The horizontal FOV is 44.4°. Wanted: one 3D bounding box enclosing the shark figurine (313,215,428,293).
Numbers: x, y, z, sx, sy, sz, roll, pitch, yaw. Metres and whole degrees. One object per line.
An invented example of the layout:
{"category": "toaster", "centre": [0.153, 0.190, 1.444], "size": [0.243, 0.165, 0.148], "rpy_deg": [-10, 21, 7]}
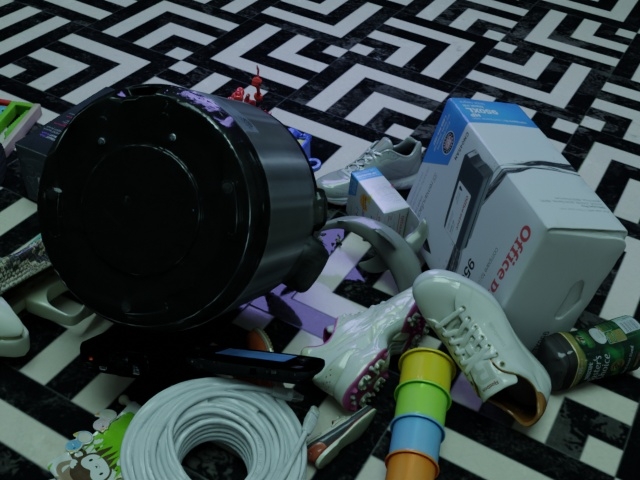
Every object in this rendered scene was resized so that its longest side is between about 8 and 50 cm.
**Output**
{"category": "shark figurine", "centre": [0.085, -0.004, 1.445], "size": [0.278, 0.116, 0.166], "rpy_deg": [26, 87, 16]}

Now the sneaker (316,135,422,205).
{"category": "sneaker", "centre": [0.104, -0.162, 1.678], "size": [0.262, 0.121, 0.099], "rpy_deg": [-17, 44, -25]}

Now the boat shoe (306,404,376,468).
{"category": "boat shoe", "centre": [0.029, 0.290, 1.192], "size": [0.137, 0.049, 0.043], "rpy_deg": [-34, 51, -31]}

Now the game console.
{"category": "game console", "centre": [-0.168, 0.170, 1.202], "size": [0.361, 0.044, 0.213], "rpy_deg": [5, 10, 17]}

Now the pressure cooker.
{"category": "pressure cooker", "centre": [-0.192, -0.056, 1.278], "size": [0.375, 0.370, 0.420], "rpy_deg": [-13, 2, 16]}

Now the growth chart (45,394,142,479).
{"category": "growth chart", "centre": [-0.304, 0.329, 1.127], "size": [0.172, 0.021, 0.237], "rpy_deg": [22, 41, 18]}

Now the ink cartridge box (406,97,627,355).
{"category": "ink cartridge box", "centre": [0.320, -0.030, 1.399], "size": [0.166, 0.285, 0.395], "rpy_deg": [3, 38, -22]}

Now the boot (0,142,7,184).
{"category": "boot", "centre": [-0.746, -0.122, 1.577], "size": [0.161, 0.083, 0.246], "rpy_deg": [1, 38, 5]}

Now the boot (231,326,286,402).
{"category": "boot", "centre": [-0.112, 0.206, 1.270], "size": [0.084, 0.059, 0.158], "rpy_deg": [-10, 43, -10]}

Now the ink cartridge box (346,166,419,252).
{"category": "ink cartridge box", "centre": [0.120, -0.051, 1.561], "size": [0.061, 0.104, 0.181], "rpy_deg": [-14, 43, -22]}

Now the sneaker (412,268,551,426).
{"category": "sneaker", "centre": [0.252, 0.167, 1.216], "size": [0.290, 0.106, 0.123], "rpy_deg": [44, 28, -3]}

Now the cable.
{"category": "cable", "centre": [-0.147, 0.308, 1.098], "size": [0.257, 0.089, 0.257], "rpy_deg": [16, 45, 2]}

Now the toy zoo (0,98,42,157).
{"category": "toy zoo", "centre": [-0.812, -0.270, 1.778], "size": [0.293, 0.030, 0.192], "rpy_deg": [9, 40, 4]}

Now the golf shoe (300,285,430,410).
{"category": "golf shoe", "centre": [0.089, 0.147, 1.319], "size": [0.140, 0.115, 0.306], "rpy_deg": [25, 43, 28]}

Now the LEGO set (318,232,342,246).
{"category": "LEGO set", "centre": [0.001, 0.002, 1.555], "size": [0.083, 0.023, 0.054], "rpy_deg": [18, 42, -6]}

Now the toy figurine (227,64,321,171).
{"category": "toy figurine", "centre": [-0.107, -0.187, 1.645], "size": [0.217, 0.191, 0.362], "rpy_deg": [19, 43, 9]}

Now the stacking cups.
{"category": "stacking cups", "centre": [0.143, 0.301, 1.151], "size": [0.096, 0.096, 0.316], "rpy_deg": [10, 40, 6]}

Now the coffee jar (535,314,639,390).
{"category": "coffee jar", "centre": [0.452, 0.190, 1.317], "size": [0.184, 0.096, 0.079], "rpy_deg": [-11, 42, -17]}

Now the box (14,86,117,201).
{"category": "box", "centre": [-0.463, -0.183, 1.623], "size": [0.165, 0.143, 0.270], "rpy_deg": [21, 43, 21]}

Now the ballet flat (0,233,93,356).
{"category": "ballet flat", "centre": [-0.485, 0.086, 1.313], "size": [0.182, 0.164, 0.483], "rpy_deg": [44, 49, 12]}
